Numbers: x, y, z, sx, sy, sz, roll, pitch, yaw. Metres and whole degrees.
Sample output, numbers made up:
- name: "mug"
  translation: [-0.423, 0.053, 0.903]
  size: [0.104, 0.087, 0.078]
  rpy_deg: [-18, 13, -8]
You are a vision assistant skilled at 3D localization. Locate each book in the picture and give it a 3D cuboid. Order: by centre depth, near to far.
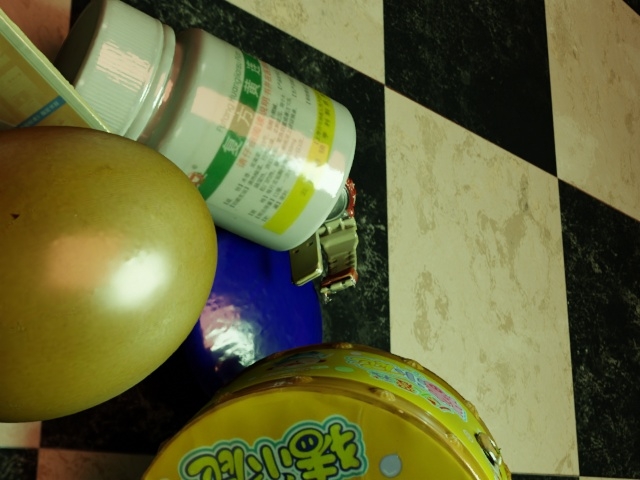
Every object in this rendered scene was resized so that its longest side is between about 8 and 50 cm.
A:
- name: "book"
  translation: [-0.341, -0.132, 1.023]
  size: [0.241, 0.170, 0.018]
  rpy_deg: [49, 17, -31]

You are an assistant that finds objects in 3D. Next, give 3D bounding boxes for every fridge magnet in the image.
- name: "fridge magnet"
  translation: [-0.093, 0.107, 1.291]
  size: [0.265, 0.113, 0.265]
  rpy_deg: [21, 63, -49]

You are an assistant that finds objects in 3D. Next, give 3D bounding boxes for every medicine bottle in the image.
- name: "medicine bottle"
  translation: [-0.147, -0.140, 1.178]
  size: [0.340, 0.208, 0.208]
  rpy_deg: [25, 60, -28]

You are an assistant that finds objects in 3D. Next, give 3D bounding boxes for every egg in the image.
- name: "egg"
  translation: [-0.267, 0.029, 0.954]
  size: [0.351, 0.283, 0.282]
  rpy_deg: [-21, 97, -36]

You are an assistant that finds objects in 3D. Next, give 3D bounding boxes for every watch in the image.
- name: "watch"
  translation: [0.002, -0.001, 1.361]
  size: [0.268, 0.102, 0.165]
  rpy_deg: [-95, 159, -46]

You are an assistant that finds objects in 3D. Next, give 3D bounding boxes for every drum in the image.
- name: "drum"
  translation: [0.010, 0.329, 1.076]
  size: [0.214, 0.431, 0.431]
  rpy_deg: [-29, 104, -78]
